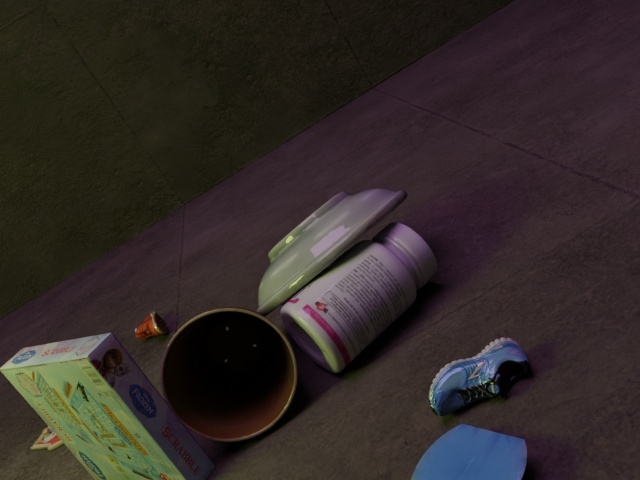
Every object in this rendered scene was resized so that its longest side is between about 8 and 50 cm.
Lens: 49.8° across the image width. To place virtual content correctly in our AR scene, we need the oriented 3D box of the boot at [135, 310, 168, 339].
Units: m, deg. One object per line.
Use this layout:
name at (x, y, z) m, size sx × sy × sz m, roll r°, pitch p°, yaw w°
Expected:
boot at (-0.471, 0.248, 1.911) m, size 0.085 × 0.059 × 0.158 m, roll -40°, pitch 13°, yaw -12°

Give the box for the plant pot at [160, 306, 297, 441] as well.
plant pot at (-0.170, 0.226, 1.323) m, size 0.237 × 0.237 × 0.254 m, roll -33°, pitch 6°, yaw -2°

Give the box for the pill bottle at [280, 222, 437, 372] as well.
pill bottle at (0.078, 0.101, 1.302) m, size 0.283 × 0.160 × 0.160 m, roll -40°, pitch 22°, yaw -19°

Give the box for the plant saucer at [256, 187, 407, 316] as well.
plant saucer at (0.000, 0.000, 1.445) m, size 0.400 × 0.100 × 0.400 m, roll -40°, pitch -2°, yaw -1°

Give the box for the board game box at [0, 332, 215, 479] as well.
board game box at (-0.391, 0.319, 1.253) m, size 0.318 × 0.318 × 0.066 m, roll -13°, pitch 26°, yaw 40°

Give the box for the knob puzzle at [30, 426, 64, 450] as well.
knob puzzle at (-0.615, 0.438, 1.712) m, size 0.213 × 0.030 × 0.213 m, roll -28°, pitch 21°, yaw 11°

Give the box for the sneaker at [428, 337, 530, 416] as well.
sneaker at (0.230, 0.202, 0.996) m, size 0.162 × 0.063 × 0.073 m, roll -33°, pitch 24°, yaw -3°

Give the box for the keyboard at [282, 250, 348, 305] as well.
keyboard at (0.046, 0.085, 1.574) m, size 0.317 × 0.033 × 0.201 m, roll -2°, pitch 41°, yaw 52°

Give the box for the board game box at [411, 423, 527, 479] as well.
board game box at (0.190, 0.302, 0.870) m, size 0.133 × 0.033 × 0.169 m, roll -48°, pitch 20°, yaw -24°
